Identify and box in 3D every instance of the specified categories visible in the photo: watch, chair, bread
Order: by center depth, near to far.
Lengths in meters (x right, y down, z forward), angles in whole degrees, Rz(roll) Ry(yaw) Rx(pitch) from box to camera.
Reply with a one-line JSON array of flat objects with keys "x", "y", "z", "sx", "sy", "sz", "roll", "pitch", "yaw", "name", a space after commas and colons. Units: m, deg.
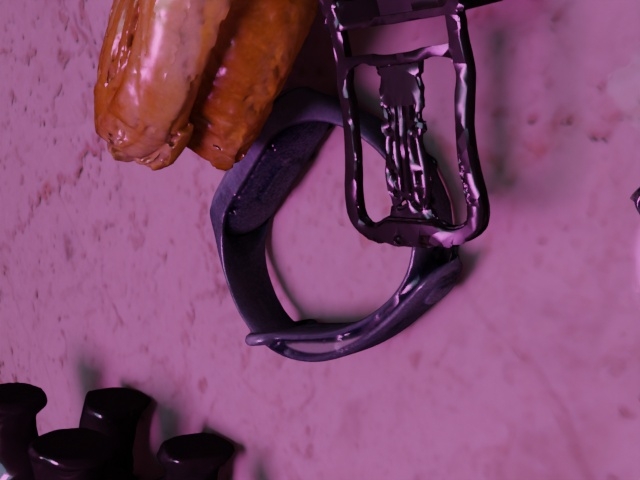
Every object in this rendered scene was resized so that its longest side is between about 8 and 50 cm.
[{"x": 0.068, "y": -0.121, "z": 0.491, "sx": 0.106, "sy": 0.113, "sz": 0.229, "roll": 6, "pitch": 113, "yaw": 43, "name": "chair"}, {"x": -0.077, "y": -0.161, "z": 0.560, "sx": 0.236, "sy": 0.120, "sz": 0.198, "roll": -91, "pitch": 25, "yaw": -52, "name": "bread"}, {"x": 0.000, "y": 0.000, "z": 0.607, "sx": 0.193, "sy": 0.068, "sz": 0.206, "roll": 53, "pitch": 127, "yaw": 23, "name": "watch"}]

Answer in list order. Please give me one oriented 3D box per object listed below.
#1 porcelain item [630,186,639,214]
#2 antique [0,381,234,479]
[{"x": 0.231, "y": -0.038, "z": 0.411, "sx": 0.075, "sy": 0.021, "sz": 0.136, "roll": 55, "pitch": 130, "yaw": 20, "name": "porcelain item"}, {"x": -0.215, "y": 0.295, "z": 0.794, "sx": 0.322, "sy": 0.185, "sz": 0.255, "roll": 12, "pitch": 99, "yaw": 42, "name": "antique"}]
